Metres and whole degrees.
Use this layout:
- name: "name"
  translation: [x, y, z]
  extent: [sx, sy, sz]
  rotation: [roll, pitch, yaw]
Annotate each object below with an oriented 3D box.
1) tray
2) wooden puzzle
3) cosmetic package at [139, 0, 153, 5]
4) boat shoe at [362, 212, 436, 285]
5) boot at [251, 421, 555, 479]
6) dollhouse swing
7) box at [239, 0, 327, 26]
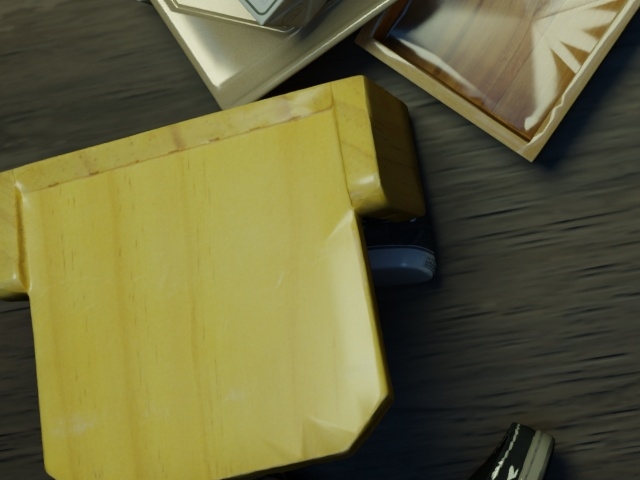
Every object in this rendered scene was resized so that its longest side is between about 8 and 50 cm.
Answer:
- name: "tray"
  translation: [0.230, -0.299, 1.392]
  extent: [0.203, 0.076, 0.411]
  rotation: [35, 101, 7]
- name: "wooden puzzle"
  translation: [-0.057, -0.267, 1.380]
  extent: [0.221, 0.044, 0.239]
  rotation: [-34, 83, 13]
- name: "cosmetic package"
  translation: [-0.080, -0.443, 1.434]
  extent: [0.284, 0.097, 0.377]
  rotation: [-14, 92, 14]
- name: "boat shoe"
  translation: [0.000, 0.000, 1.466]
  extent: [0.228, 0.080, 0.076]
  rotation: [-2, 71, 18]
- name: "boot"
  translation: [0.021, 0.276, 1.453]
  extent: [0.284, 0.138, 0.377]
  rotation: [35, 106, 7]
- name: "dollhouse swing"
  translation: [-0.076, 0.050, 1.343]
  extent: [0.346, 0.315, 0.305]
  rotation: [-15, 85, 12]
- name: "box"
  translation: [-0.074, -0.341, 1.296]
  extent: [0.169, 0.087, 0.290]
  rotation: [-46, 77, 24]
